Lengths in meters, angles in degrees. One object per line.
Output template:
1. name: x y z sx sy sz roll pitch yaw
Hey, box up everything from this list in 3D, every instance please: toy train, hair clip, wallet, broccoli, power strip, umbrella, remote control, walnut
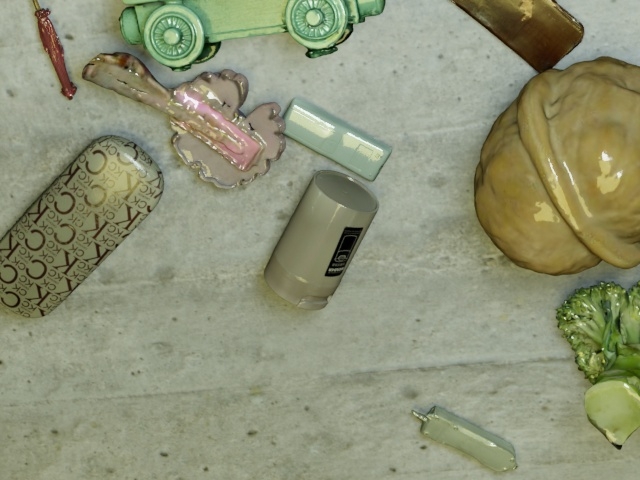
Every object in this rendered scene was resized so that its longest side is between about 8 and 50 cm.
1. toy train: -0.103 -0.355 1.819 0.369 0.150 0.237 -6 107 12
2. hair clip: -0.194 -0.190 1.950 0.300 0.069 0.173 30 125 -15
3. wallet: 0.267 -0.306 1.844 0.176 0.026 0.095 37 122 -9
4. broccoli: 0.424 0.163 1.884 0.221 0.361 0.252 -16 75 24
5. power strip: 0.227 0.312 2.160 0.191 0.030 0.047 28 119 -5
6. umbrella: -0.384 -0.278 1.966 0.027 0.025 0.165 -17 117 -4
7. remote control: 0.019 -0.143 1.965 0.162 0.029 0.061 28 119 -4
8. walnut: 0.343 -0.089 1.811 0.296 0.285 0.285 -30 108 28

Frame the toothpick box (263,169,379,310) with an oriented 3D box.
1. toothpick box: 0.000 0.000 1.995 0.111 0.111 0.181 26 116 -4

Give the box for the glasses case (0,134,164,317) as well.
1. glasses case: -0.377 -0.017 2.062 0.137 0.085 0.354 42 115 -11
